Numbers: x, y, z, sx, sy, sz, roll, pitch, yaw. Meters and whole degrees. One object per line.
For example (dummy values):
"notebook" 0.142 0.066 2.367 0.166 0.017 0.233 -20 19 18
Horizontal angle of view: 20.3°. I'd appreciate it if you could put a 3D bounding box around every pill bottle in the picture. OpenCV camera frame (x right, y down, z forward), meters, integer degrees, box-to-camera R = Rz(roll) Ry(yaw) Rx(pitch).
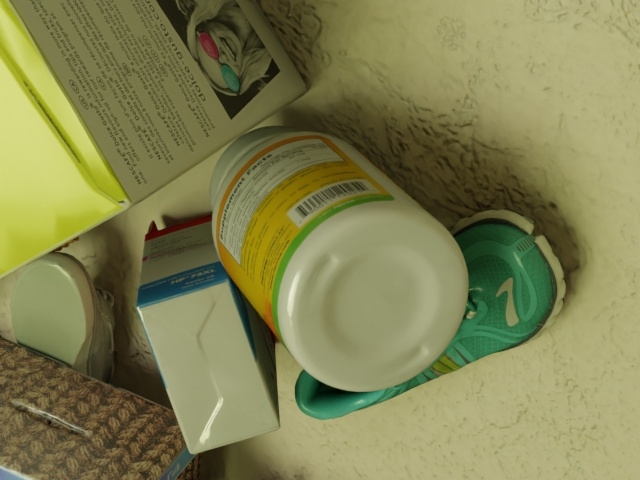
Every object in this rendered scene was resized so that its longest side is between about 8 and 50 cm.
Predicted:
"pill bottle" 0.000 0.000 1.302 0.246 0.136 0.136 -133 29 -61

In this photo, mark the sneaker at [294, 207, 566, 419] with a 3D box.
"sneaker" 0.081 0.070 1.359 0.107 0.110 0.275 53 136 1

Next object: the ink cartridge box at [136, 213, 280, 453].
"ink cartridge box" -0.091 0.063 1.468 0.078 0.231 0.134 -17 108 3

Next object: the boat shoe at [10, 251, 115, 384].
"boat shoe" -0.228 0.079 1.636 0.079 0.081 0.227 22 139 15

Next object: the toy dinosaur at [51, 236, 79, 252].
"toy dinosaur" -0.342 -0.042 1.652 0.322 0.164 0.218 -5 128 22

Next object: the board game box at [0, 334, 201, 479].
"board game box" -0.248 0.266 1.625 0.232 0.141 0.291 21 129 17

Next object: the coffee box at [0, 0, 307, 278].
"coffee box" -0.279 -0.143 1.303 0.337 0.334 0.338 -27 97 26
